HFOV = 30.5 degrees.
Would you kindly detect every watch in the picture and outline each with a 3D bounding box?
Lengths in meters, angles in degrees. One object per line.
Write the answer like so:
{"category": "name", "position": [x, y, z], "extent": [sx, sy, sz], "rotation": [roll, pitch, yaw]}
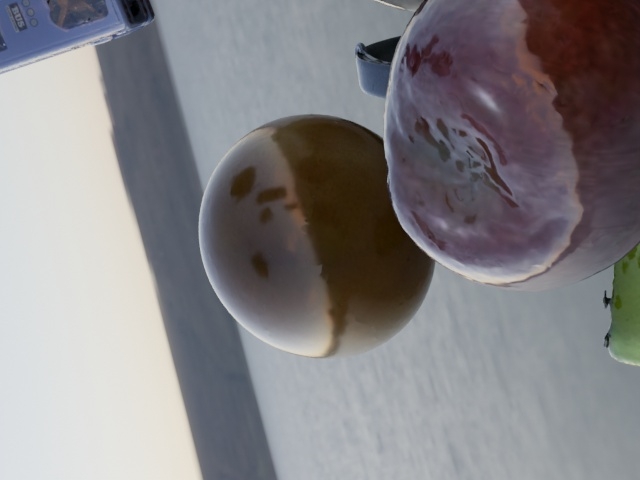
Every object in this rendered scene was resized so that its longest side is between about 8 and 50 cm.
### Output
{"category": "watch", "position": [0.141, -0.243, 1.606], "extent": [0.206, 0.193, 0.068], "rotation": [8, 118, 37]}

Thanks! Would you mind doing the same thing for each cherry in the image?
{"category": "cherry", "position": [0.160, -0.087, 0.777], "extent": [0.206, 0.239, 0.239], "rotation": [39, 150, 41]}

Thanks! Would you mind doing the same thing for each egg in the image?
{"category": "egg", "position": [0.000, 0.000, 1.427], "extent": [0.351, 0.283, 0.282], "rotation": [53, -162, -62]}

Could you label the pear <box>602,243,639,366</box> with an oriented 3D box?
{"category": "pear", "position": [0.449, -0.005, 1.238], "extent": [0.286, 0.282, 0.176], "rotation": [-65, -25, -49]}

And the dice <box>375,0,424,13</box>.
{"category": "dice", "position": [0.098, -0.431, 1.401], "extent": [0.259, 0.251, 0.243], "rotation": [-62, 31, 25]}

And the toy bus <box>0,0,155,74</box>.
{"category": "toy bus", "position": [-0.198, -0.143, 0.748], "extent": [0.076, 0.167, 0.073], "rotation": [-78, -31, -69]}
